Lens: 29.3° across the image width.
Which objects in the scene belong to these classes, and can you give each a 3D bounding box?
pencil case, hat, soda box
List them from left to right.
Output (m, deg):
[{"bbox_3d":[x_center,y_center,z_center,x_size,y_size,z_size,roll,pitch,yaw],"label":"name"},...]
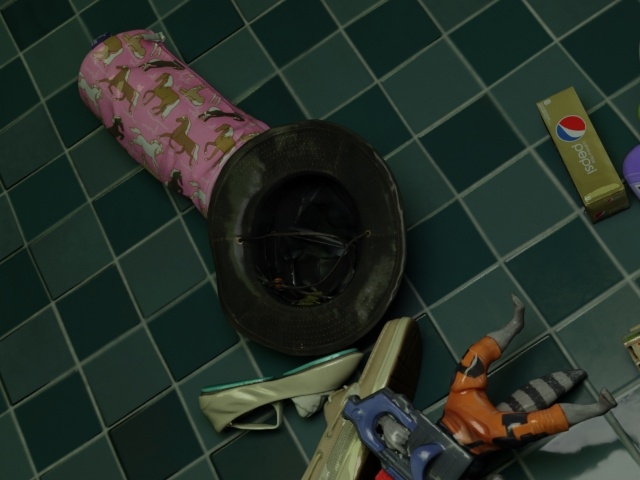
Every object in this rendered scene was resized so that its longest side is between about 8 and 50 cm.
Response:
[{"bbox_3d":[-0.217,-0.182,1.905,0.160,0.167,0.386,-25,51,-32],"label":"pencil case"},{"bbox_3d":[0.000,0.000,1.738,0.331,0.134,0.331,-3,83,25],"label":"hat"},{"bbox_3d":[0.359,-0.118,1.681,0.058,0.061,0.181,-25,59,10],"label":"soda box"}]

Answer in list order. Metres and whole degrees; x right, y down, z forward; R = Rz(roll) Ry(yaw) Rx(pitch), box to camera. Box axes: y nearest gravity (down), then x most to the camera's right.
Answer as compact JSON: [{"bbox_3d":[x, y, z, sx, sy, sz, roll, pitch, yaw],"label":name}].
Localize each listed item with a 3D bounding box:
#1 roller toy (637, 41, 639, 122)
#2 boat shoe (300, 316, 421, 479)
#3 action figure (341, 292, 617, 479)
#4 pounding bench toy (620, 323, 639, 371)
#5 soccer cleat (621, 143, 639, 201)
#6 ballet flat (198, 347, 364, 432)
[{"bbox_3d":[0.523,-0.239,1.618,0.191,0.146,0.209,6,68,25],"label":"roller toy"},{"bbox_3d":[0.047,0.235,1.625,0.098,0.109,0.302,16,79,27],"label":"boat shoe"},{"bbox_3d":[0.213,0.278,1.504,0.330,0.178,0.341,-43,64,4],"label":"action figure"},{"bbox_3d":[0.418,0.140,1.544,0.052,0.083,0.065,-29,90,11],"label":"pounding bench toy"},{"bbox_3d":[0.512,-0.045,1.549,0.108,0.116,0.318,-46,58,-2],"label":"soccer cleat"},{"bbox_3d":[-0.048,0.215,1.698,0.248,0.086,0.086,-16,61,17],"label":"ballet flat"}]
